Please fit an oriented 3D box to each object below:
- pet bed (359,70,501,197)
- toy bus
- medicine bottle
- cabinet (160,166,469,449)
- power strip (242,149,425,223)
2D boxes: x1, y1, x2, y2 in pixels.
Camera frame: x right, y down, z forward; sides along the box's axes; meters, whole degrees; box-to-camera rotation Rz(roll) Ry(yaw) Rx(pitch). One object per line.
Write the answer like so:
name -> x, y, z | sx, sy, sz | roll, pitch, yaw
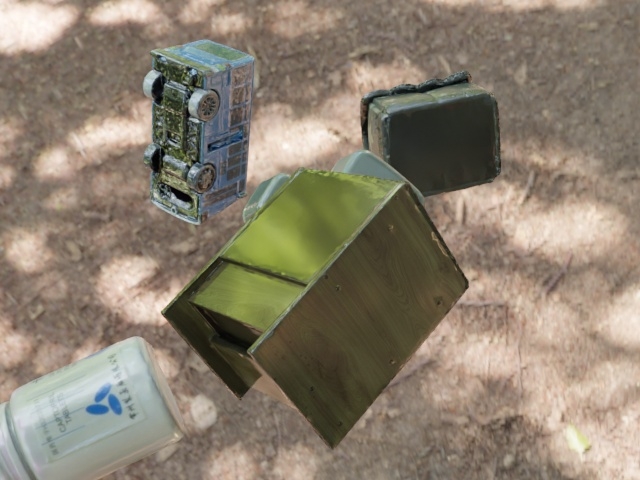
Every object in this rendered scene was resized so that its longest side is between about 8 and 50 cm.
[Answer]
pet bed -> 0.182, -0.174, 1.620 | 0.211, 0.183, 0.159 | -13, 25, -7
toy bus -> -0.168, -0.154, 1.380 | 0.116, 0.234, 0.133 | 25, 34, 29
medicine bottle -> -0.355, 0.267, 1.394 | 0.293, 0.170, 0.170 | -25, 51, -7
cabinet -> -0.004, 0.060, 0.945 | 0.215, 0.148, 0.175 | -47, 31, -21
power strip -> 0.000, 0.000, 1.168 | 0.059, 0.194, 0.265 | -23, 33, 60
